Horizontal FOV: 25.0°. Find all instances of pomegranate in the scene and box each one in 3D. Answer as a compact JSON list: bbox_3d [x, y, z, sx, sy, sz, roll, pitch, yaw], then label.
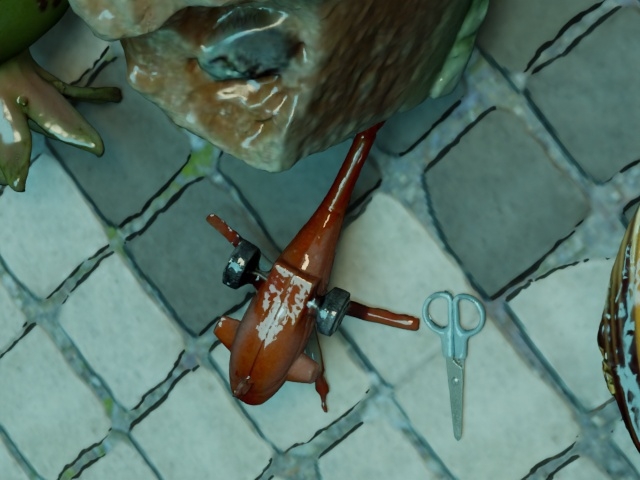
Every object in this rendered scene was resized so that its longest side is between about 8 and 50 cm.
[{"bbox_3d":[-0.198,-0.133,0.778,0.181,0.181,0.224,-14,112,30],"label":"pomegranate"}]

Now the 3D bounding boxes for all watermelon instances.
[{"bbox_3d":[0.011,-0.166,0.587,0.151,0.302,0.264,23,138,6],"label":"watermelon"}]

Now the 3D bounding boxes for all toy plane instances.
[{"bbox_3d":[0.007,0.005,0.757,0.126,0.077,0.194,45,110,1],"label":"toy plane"}]

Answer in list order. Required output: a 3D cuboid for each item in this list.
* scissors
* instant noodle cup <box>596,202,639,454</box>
[{"bbox_3d":[0.072,0.068,0.771,0.036,0.006,0.083,4,104,27],"label":"scissors"},{"bbox_3d":[0.238,0.022,0.576,0.213,0.174,0.213,7,105,25],"label":"instant noodle cup"}]
